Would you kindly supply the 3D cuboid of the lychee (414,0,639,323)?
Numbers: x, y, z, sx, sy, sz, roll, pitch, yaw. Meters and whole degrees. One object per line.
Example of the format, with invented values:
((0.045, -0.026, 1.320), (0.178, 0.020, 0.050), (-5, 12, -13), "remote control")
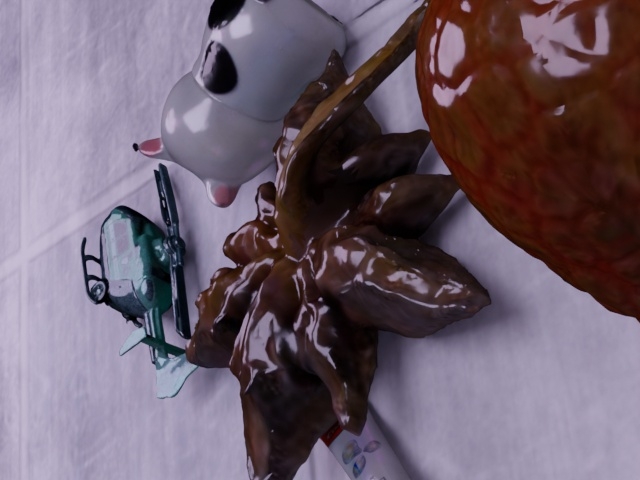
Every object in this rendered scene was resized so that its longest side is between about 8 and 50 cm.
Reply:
((0.177, -0.097, 0.785), (0.255, 0.255, 0.300), (-16, 75, 46), "lychee")

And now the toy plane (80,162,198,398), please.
((-0.145, 0.041, 1.254), (0.096, 0.060, 0.235), (-33, 48, 21), "toy plane")

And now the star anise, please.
((0.002, 0.002, 1.053), (0.349, 0.109, 0.292), (-43, 53, 30), "star anise")

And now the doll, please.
((-0.058, -0.126, 1.172), (0.110, 0.107, 0.180), (39, 114, 27), "doll")

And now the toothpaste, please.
((0.040, 0.159, 0.994), (0.048, 0.031, 0.190), (-54, 30, 10), "toothpaste")
